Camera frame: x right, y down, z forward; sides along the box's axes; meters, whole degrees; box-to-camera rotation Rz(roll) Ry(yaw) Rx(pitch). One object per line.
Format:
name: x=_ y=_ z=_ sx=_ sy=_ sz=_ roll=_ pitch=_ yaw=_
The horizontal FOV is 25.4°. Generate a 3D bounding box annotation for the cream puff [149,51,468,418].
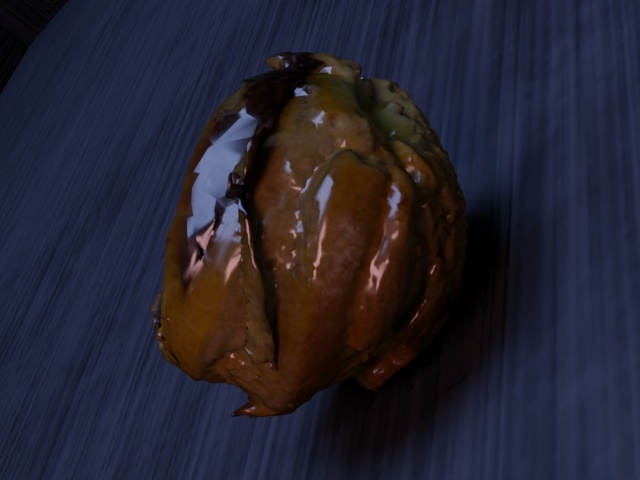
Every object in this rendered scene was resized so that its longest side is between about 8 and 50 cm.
cream puff: x=0.000 y=0.000 z=0.494 sx=0.119 sy=0.104 sz=0.133 roll=99 pitch=-165 yaw=-46
